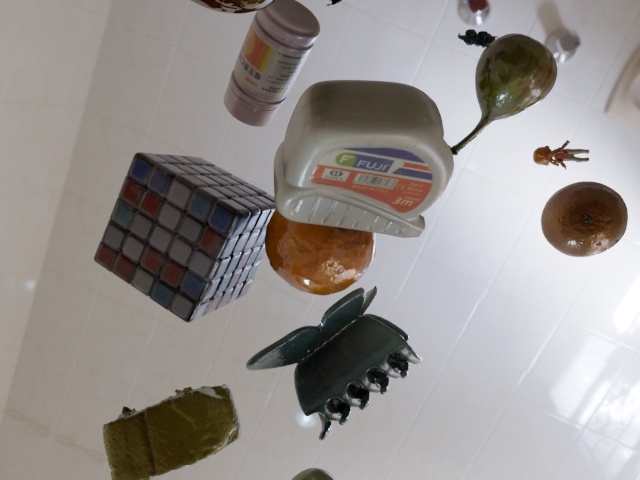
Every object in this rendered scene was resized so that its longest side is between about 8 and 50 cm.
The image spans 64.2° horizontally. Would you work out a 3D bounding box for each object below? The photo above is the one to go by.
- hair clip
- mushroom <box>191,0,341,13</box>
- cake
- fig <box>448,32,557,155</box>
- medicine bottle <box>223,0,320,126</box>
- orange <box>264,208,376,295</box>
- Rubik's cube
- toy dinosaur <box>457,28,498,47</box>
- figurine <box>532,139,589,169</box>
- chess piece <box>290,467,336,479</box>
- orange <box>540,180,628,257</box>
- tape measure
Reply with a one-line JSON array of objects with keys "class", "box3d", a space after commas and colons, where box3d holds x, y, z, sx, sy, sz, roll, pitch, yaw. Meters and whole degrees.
[{"class": "hair clip", "box3d": [0.060, 0.288, 1.244, 0.238, 0.318, 0.392, 53, -174, 14]}, {"class": "mushroom", "box3d": [-0.098, -0.463, 0.664, 0.260, 0.345, 0.345, -8, -165, 5]}, {"class": "cake", "box3d": [-0.285, 0.377, 1.012, 0.179, 0.261, 0.156, 39, -148, -79]}, {"class": "fig", "box3d": [0.354, -0.267, 1.004, 0.152, 0.259, 0.151, 16, -155, -8]}, {"class": "medicine bottle", "box3d": [-0.109, -0.373, 1.080, 0.134, 0.249, 0.133, 16, -130, -20]}, {"class": "orange", "box3d": [0.000, 0.000, 1.133, 0.246, 0.246, 0.246, 21, -165, -6]}, {"class": "Rubik's cube", "box3d": [-0.300, -0.022, 1.224, 0.293, 0.291, 0.287, 31, -165, 11]}, {"class": "toy dinosaur", "box3d": [0.327, -0.421, 1.066, 0.084, 0.030, 0.047, 16, -164, 15]}, {"class": "figurine", "box3d": [0.503, -0.178, 1.065, 0.109, 0.064, 0.047, 2, -163, 14]}, {"class": "chess piece", "box3d": [-0.101, 0.597, 1.049, 0.331, 0.182, 0.182, -28, -146, -11]}, {"class": "orange", "box3d": [0.643, -0.052, 1.246, 0.206, 0.205, 0.206, 21, -165, -6]}, {"class": "tape measure", "box3d": [0.069, -0.116, 0.771, 0.259, 0.265, 0.130, 8, -127, -17]}]
